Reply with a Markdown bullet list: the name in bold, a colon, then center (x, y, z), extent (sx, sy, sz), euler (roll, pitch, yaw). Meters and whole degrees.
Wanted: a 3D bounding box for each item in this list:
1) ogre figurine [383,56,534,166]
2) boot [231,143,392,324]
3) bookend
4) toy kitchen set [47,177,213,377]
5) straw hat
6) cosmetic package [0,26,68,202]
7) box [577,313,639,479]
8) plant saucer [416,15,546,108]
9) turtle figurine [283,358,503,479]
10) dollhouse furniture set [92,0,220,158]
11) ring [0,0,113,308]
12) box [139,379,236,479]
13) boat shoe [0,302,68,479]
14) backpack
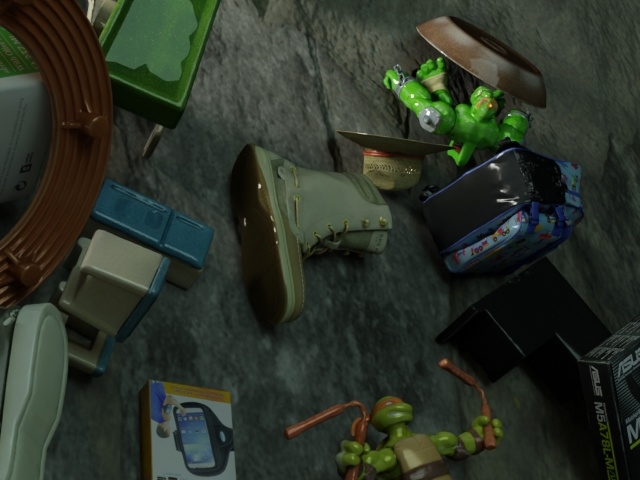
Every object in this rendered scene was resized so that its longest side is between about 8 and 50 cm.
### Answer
- **ogre figurine**: center (0.182, -0.154, 1.502), extent (0.197, 0.097, 0.118), euler (35, 23, -27)
- **boot**: center (0.000, 0.000, 1.261), extent (0.165, 0.077, 0.213), euler (11, 48, -29)
- **bookend**: center (0.237, 0.120, 1.325), extent (0.156, 0.072, 0.157), euler (-28, 74, -45)
- **toy kitchen set**: center (-0.152, 0.015, 1.079), extent (0.122, 0.166, 0.207), euler (26, 45, -14)
- **straw hat**: center (0.084, -0.087, 1.394), extent (0.144, 0.144, 0.061), euler (5, 96, -31)
- **cosmetic package**: center (-0.422, -0.108, 0.992), extent (0.366, 0.155, 0.197), euler (-19, 58, -44)
- **box**: center (0.357, 0.179, 1.313), extent (0.191, 0.045, 0.184), euler (-24, 109, -44)
- **plant saucer**: center (0.217, -0.239, 1.572), extent (0.199, 0.036, 0.198), euler (28, 19, -10)
- **turtle figurine**: center (0.086, 0.231, 1.122), extent (0.269, 0.087, 0.217), euler (-2, 60, -46)
- **dollhouse furniture set**: center (-0.271, -0.207, 1.182), extent (0.302, 0.197, 0.151), euler (23, 65, -12)
- **ring**: center (-0.296, -0.070, 0.945), extent (0.032, 0.336, 0.337), euler (22, 30, 39)
- **box**: center (-0.116, 0.191, 1.062), extent (0.081, 0.028, 0.136), euler (12, 48, -26)
- **boat shoe**: center (-0.264, 0.188, 0.915), extent (0.091, 0.109, 0.305), euler (1, 60, 8)
- **backpack**: center (0.225, -0.031, 1.390), extent (0.173, 0.158, 0.116), euler (5, 61, -46)
